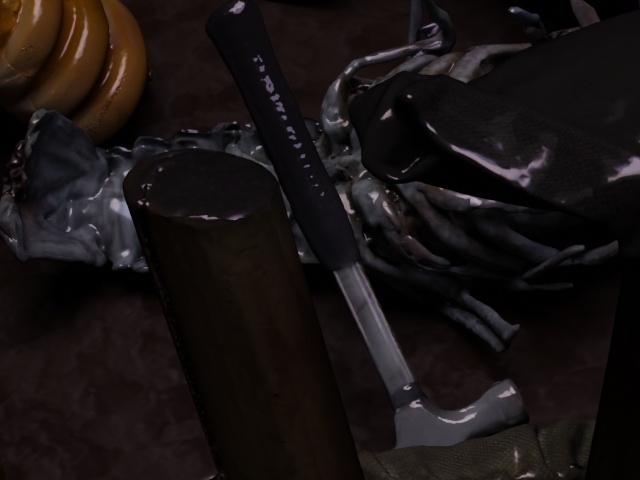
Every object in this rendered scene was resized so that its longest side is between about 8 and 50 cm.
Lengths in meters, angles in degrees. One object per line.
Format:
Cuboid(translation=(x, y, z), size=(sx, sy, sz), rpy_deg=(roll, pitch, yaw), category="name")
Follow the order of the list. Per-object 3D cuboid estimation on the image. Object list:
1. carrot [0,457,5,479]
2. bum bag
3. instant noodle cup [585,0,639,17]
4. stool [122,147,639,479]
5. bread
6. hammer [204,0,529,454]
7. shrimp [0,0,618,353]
Cuboid(translation=(-0.233, 0.123, 0.905), size=(0.173, 0.082, 0.082), rpy_deg=(-2, 39, 1), category="carrot")
Cuboid(translation=(0.168, -0.057, 0.724), size=(0.326, 0.080, 0.142), rpy_deg=(-19, 31, -22), category="bum bag")
Cuboid(translation=(0.198, -0.244, 1.176), size=(0.251, 0.251, 0.190), rpy_deg=(-27, 51, -23), category="instant noodle cup")
Cuboid(translation=(0.090, 0.111, 0.733), size=(0.310, 0.226, 0.310), rpy_deg=(-6, 35, -11), category="stool")
Cuboid(translation=(-0.173, -0.126, 1.155), size=(0.084, 0.177, 0.119), rpy_deg=(-42, 44, 16), category="bread")
Cuboid(translation=(0.000, 0.000, 0.936), size=(0.103, 0.029, 0.246), rpy_deg=(-27, 85, 1), category="hammer")
Cuboid(translation=(0.040, -0.041, 1.017), size=(0.410, 0.166, 0.221), rpy_deg=(-9, 70, 19), category="shrimp")
